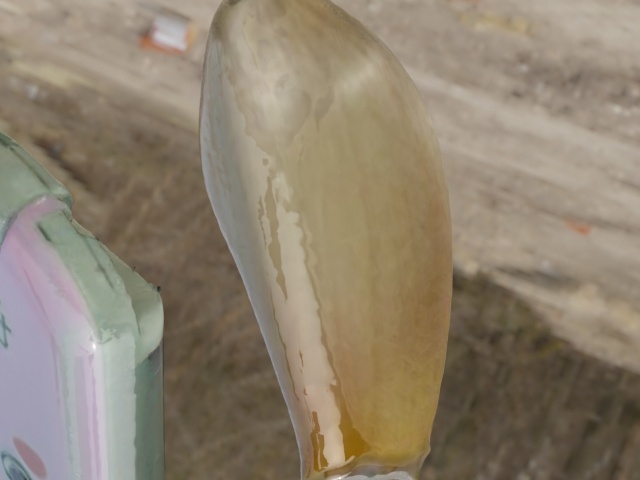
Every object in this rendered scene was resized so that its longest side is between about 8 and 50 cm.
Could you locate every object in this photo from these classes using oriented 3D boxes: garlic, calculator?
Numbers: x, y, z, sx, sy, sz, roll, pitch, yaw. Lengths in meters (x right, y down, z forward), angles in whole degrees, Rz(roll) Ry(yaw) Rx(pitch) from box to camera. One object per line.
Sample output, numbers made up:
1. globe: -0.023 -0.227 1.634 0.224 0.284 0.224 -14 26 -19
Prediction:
1. garlic: 0.007 -0.003 1.050 0.143 0.318 0.112 -14 180 -41
2. calculator: -0.107 0.066 0.651 0.141 0.045 0.246 39 141 36
